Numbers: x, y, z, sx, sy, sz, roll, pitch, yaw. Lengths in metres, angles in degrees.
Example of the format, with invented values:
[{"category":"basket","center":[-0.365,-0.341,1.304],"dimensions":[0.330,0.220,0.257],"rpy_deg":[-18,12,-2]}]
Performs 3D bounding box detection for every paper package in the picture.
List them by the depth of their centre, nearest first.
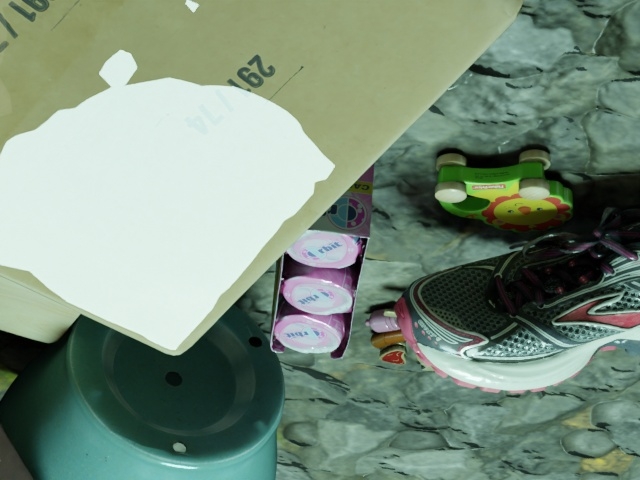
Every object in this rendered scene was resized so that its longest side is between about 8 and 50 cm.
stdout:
[{"category":"paper package","center":[-0.106,-0.137,1.095],"dimensions":[0.309,0.168,0.325],"rpy_deg":[29,119,-32]}]

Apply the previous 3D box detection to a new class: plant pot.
[{"category":"plant pot","center":[-0.152,0.175,1.608],"dimensions":[0.271,0.272,0.255],"rpy_deg":[14,137,-14]}]

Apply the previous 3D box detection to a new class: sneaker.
[{"category":"sneaker","center":[0.201,0.029,1.448],"dimensions":[0.299,0.121,0.112],"rpy_deg":[-10,138,-11]}]

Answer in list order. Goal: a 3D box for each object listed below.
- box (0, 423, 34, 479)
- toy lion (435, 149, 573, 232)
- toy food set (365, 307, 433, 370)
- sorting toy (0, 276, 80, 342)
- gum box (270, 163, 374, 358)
[{"category":"box","center":[-0.332,0.214,1.475],"dimensions":[0.191,0.143,0.381],"rpy_deg":[-11,117,32]},{"category":"toy lion","center":[0.140,-0.032,1.445],"dimensions":[0.100,0.034,0.096],"rpy_deg":[-2,154,10]},{"category":"toy food set","center":[0.075,0.079,1.634],"dimensions":[0.078,0.019,0.122],"rpy_deg":[7,155,-3]},{"category":"sorting toy","center":[-0.266,-0.048,1.411],"dimensions":[0.257,0.089,0.255],"rpy_deg":[19,145,-20]},{"category":"gum box","center":[0.000,0.000,1.436],"dimensions":[0.062,0.107,0.188],"rpy_deg":[6,148,-2]}]
